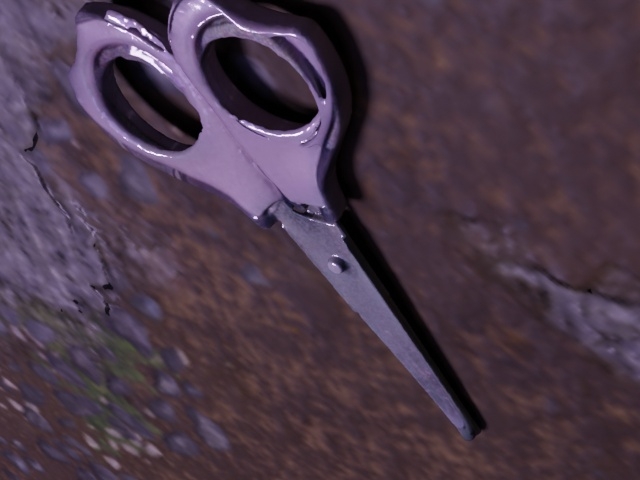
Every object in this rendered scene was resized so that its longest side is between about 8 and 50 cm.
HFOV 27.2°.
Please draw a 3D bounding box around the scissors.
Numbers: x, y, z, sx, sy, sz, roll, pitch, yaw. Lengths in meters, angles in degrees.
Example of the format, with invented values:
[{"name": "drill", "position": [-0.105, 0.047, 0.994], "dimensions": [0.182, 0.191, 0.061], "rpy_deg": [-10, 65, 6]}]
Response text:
[{"name": "scissors", "position": [0.000, 0.000, 0.400], "dimensions": [0.100, 0.015, 0.189], "rpy_deg": [-6, 130, 45]}]
